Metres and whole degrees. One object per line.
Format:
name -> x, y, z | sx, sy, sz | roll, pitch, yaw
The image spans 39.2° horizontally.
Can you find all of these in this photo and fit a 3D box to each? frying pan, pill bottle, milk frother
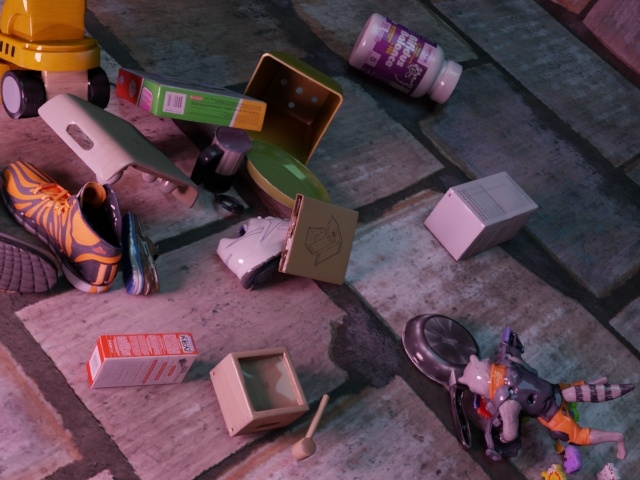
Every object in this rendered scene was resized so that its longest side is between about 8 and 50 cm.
frying pan -> 0.256, 0.268, 1.899 | 0.197, 0.053, 0.326 | 27, 37, -5
pill bottle -> 0.248, -0.516, 2.593 | 0.302, 0.169, 0.169 | 25, 40, -8
milk frother -> -0.196, -0.149, 1.956 | 0.143, 0.134, 0.129 | 33, 42, 1

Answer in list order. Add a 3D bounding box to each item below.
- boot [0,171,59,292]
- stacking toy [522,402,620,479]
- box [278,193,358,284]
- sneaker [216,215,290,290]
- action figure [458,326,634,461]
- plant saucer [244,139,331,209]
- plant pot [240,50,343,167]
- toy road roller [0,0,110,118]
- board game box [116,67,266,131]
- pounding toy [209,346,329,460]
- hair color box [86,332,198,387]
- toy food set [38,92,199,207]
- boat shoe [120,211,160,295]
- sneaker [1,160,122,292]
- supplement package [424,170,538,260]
boot -> -0.604, -0.050, 1.604 | 0.338, 0.118, 0.222 | 23, 39, -11
stacking toy -> 0.518, 0.425, 1.901 | 0.167, 0.052, 0.221 | 7, 46, -28
box -> 0.000, 0.000, 1.886 | 0.021, 0.164, 0.201 | 12, -2, 39
sneaker -> -0.094, -0.009, 1.907 | 0.129, 0.111, 0.297 | 40, 39, 18
action figure -> 0.452, 0.290, 1.860 | 0.330, 0.178, 0.341 | 12, 46, -4
plant saucer -> -0.083, -0.138, 2.053 | 0.241, 0.037, 0.241 | 33, 22, -15
plant pot -> -0.070, -0.341, 2.196 | 0.212, 0.212, 0.187 | 29, 27, -5
toy road roller -> -0.573, -0.394, 1.809 | 0.203, 0.240, 0.330 | -14, 30, -42
board game box -> -0.293, -0.315, 1.992 | 0.242, 0.064, 0.316 | 5, 13, -29
pounding toy -> -0.078, 0.305, 1.613 | 0.181, 0.094, 0.206 | -1, 59, -40
hair color box -> -0.308, 0.206, 1.554 | 0.167, 0.093, 0.053 | 3, 48, -32
toy food set -> -0.395, -0.164, 1.790 | 0.220, 0.092, 0.306 | 43, 7, 21
boat shoe -> -0.349, 0.028, 1.740 | 0.066, 0.066, 0.183 | 8, 55, -33
sneaker -> -0.463, -0.070, 1.665 | 0.321, 0.180, 0.125 | 45, 42, 14
supplement package -> 0.404, -0.065, 2.261 | 0.244, 0.133, 0.139 | -17, 60, -43
